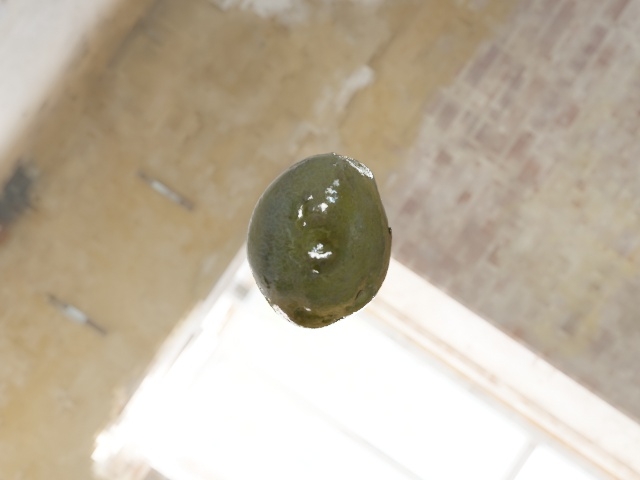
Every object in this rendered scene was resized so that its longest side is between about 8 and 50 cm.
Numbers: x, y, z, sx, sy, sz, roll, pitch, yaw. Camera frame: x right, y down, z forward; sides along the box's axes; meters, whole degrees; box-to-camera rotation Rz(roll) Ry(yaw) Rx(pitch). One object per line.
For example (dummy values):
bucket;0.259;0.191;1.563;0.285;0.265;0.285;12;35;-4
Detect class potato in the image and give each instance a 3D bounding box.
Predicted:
potato;0.000;0.000;2.128;0.177;0.160;0.235;-8;123;-39
